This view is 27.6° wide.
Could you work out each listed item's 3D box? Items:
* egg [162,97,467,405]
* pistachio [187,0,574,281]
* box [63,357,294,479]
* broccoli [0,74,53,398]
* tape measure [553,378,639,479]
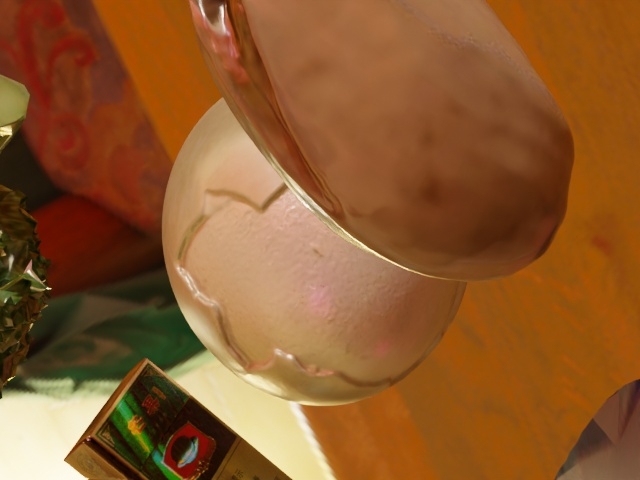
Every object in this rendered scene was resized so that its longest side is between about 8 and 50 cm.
[{"bbox_3d":[0.000,0.000,1.168,0.336,0.278,0.278,-112,26,-51],"label":"egg"},{"bbox_3d":[0.027,-0.076,0.662,0.238,0.153,0.138,51,126,3],"label":"pistachio"},{"bbox_3d":[-0.161,0.270,1.514,0.240,0.159,0.071,40,130,-7],"label":"box"},{"bbox_3d":[-0.202,-0.024,0.401,0.275,0.308,0.308,-12,107,43],"label":"broccoli"},{"bbox_3d":[0.174,0.154,0.405,0.262,0.138,0.259,101,162,-46],"label":"tape measure"}]
